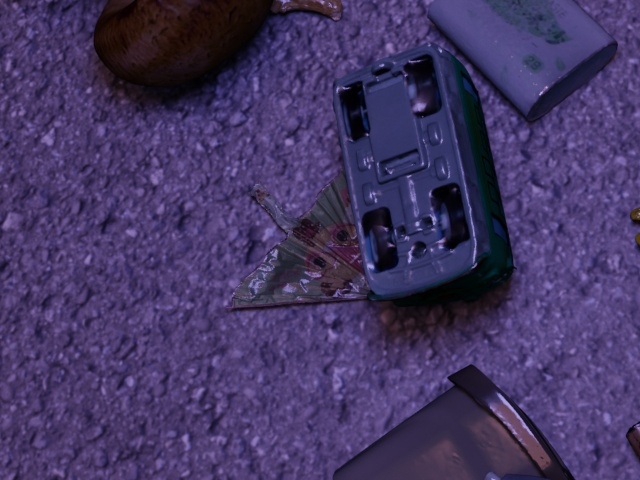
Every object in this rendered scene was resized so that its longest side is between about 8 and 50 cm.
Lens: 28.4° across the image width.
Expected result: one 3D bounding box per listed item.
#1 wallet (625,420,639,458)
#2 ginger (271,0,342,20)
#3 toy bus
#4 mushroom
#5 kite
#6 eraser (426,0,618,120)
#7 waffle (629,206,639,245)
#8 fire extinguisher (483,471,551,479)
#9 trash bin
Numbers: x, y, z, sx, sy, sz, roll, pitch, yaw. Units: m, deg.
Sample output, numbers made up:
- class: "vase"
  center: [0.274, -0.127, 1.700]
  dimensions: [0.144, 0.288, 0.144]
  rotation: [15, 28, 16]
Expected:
- class: "wallet"
  center: [0.536, 0.340, 1.592]
  dimensions: [0.169, 0.044, 0.317]
  rotation: [-28, 70, -1]
- class: "ginger"
  center: [-0.033, -0.370, 1.936]
  dimensions: [0.137, 0.044, 0.057]
  rotation: [6, 43, 6]
- class: "toy bus"
  center: [0.146, -0.074, 1.716]
  dimensions: [0.184, 0.199, 0.343]
  rotation: [-18, 69, 25]
- class: "mushroom"
  center: [-0.232, -0.420, 1.840]
  dimensions: [0.331, 0.334, 0.356]
  rotation: [-41, 108, -19]
- class: "kite"
  center: [0.000, 0.000, 1.820]
  dimensions: [0.268, 0.013, 0.323]
  rotation: [36, 79, 18]
- class: "eraser"
  center: [0.291, -0.306, 1.834]
  dimensions: [0.174, 0.081, 0.227]
  rotation: [-39, 69, -5]
- class: "waffle"
  center: [0.559, -0.011, 1.703]
  dimensions: [0.245, 0.052, 0.254]
  rotation: [-37, 68, -2]
- class: "fire extinguisher"
  center: [0.237, 0.365, 1.443]
  dimensions: [0.105, 0.268, 0.104]
  rotation: [-9, 28, 4]
- class: "trash bin"
  center: [0.170, 0.304, 1.591]
  dimensions: [0.250, 0.220, 0.219]
  rotation: [-34, 68, 6]
